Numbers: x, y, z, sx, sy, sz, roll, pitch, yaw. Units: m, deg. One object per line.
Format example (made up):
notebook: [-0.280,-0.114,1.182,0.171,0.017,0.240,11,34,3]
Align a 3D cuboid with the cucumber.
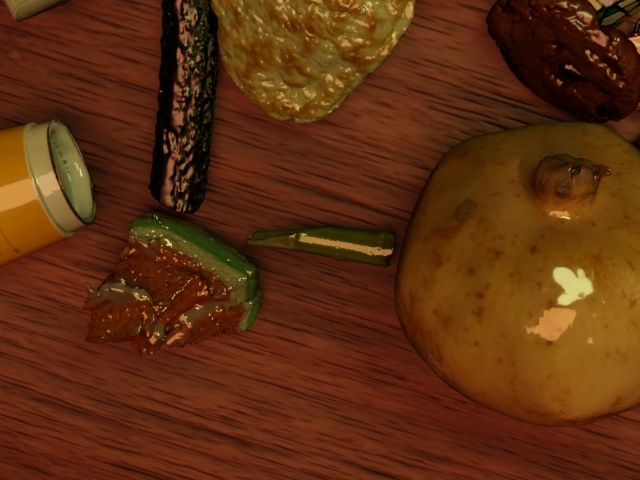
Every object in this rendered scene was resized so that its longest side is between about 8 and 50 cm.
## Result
cucumber: [-0.153,-0.180,1.252,0.072,0.072,0.300,9,109,4]

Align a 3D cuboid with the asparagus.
asparagus: [0.000,0.000,1.311,0.178,0.041,0.045,8,154,5]

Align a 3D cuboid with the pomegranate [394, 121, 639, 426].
pomegranate: [0.234,0.020,1.138,0.342,0.342,0.342,2,109,6]

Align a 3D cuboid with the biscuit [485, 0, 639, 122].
biscuit: [0.252,-0.192,1.146,0.192,0.192,0.049,42,75,-8]

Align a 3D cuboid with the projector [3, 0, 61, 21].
projector: [-0.248,-0.362,1.156,0.242,0.163,0.177,-23,106,16]

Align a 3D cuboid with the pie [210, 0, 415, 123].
pie: [-0.015,-0.253,1.187,0.201,0.090,0.248,42,124,-8]

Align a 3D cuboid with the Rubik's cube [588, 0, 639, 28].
Rubik's cube: [0.280,-0.277,1.144,0.112,0.133,0.133,2,111,36]

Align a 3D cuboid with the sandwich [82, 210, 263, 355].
sandwich: [-0.173,0.063,1.293,0.185,0.160,0.109,20,129,8]

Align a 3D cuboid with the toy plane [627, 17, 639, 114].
toy plane: [0.376,-0.221,1.186,0.135,0.062,0.188,17,96,1]

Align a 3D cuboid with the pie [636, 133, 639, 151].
pie: [0.412,-0.086,1.233,0.170,0.034,0.092,4,113,6]

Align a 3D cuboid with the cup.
cup: [-0.417,-0.038,1.280,0.279,0.196,0.196,-18,105,5]
